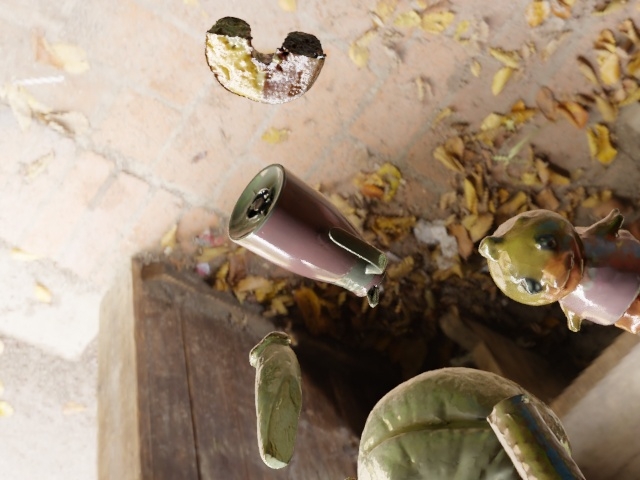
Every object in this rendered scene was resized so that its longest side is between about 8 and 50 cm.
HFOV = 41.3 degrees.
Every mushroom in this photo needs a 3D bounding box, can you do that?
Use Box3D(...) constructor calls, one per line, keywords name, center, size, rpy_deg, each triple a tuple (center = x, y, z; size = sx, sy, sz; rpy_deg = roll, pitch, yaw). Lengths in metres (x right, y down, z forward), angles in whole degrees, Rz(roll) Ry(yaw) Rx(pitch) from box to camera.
Box3D(name="mushroom", center=(-0.085, 0.310, 1.713), size=(0.087, 0.333, 0.107), rpy_deg=(35, 111, -24))

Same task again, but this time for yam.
Box3D(name="yam", center=(0.209, 0.231, 0.659), size=(0.046, 0.264, 0.046), rpy_deg=(-14, 136, -14))

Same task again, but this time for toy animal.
Box3D(name="toy animal", center=(0.363, 0.033, 1.258), size=(0.281, 0.169, 0.195), rpy_deg=(11, 102, -27))

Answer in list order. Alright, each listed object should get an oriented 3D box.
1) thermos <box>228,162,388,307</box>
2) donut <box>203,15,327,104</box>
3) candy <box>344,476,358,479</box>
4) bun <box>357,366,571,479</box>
Box3D(name="thermos", center=(0.000, 0.000, 1.408), size=(0.265, 0.176, 0.145), rpy_deg=(32, 76, -26))
Box3D(name="donut", center=(-0.107, -0.335, 1.570), size=(0.217, 0.085, 0.141), rpy_deg=(14, 134, -7))
Box3D(name="candy", center=(0.036, 0.452, 1.529), size=(0.035, 0.035, 0.123), rpy_deg=(15, 150, -24))
Box3D(name="bun", center=(0.231, 0.392, 1.374), size=(0.365, 0.219, 0.365), rpy_deg=(1, 105, 4))
